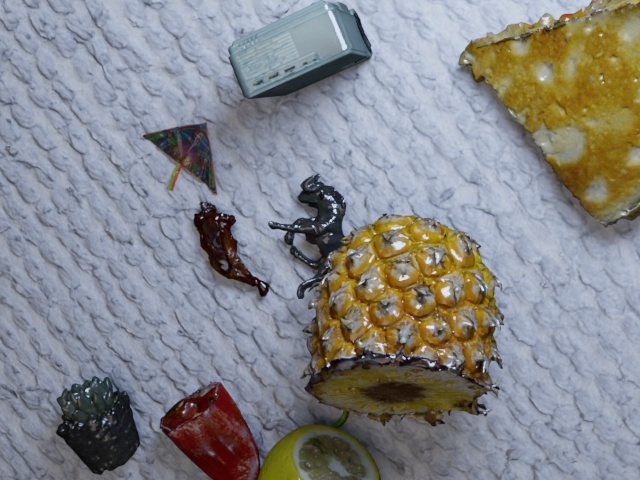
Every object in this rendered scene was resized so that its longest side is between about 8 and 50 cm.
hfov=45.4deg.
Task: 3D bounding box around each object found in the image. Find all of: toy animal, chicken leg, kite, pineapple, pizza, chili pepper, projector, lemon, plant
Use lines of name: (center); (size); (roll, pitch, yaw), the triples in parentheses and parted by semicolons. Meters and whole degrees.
toy animal: (0.000, 0.000, 1.421); (0.148, 0.084, 0.233); (-22, 93, 15)
chicken leg: (-0.180, 0.022, 1.484); (0.089, 0.048, 0.219); (-24, 96, 20)
kite: (-0.260, -0.164, 1.483); (0.190, 0.010, 0.159); (39, 109, 4)
pineapple: (0.138, 0.134, 1.278); (0.352, 0.300, 0.352); (8, 146, 5)
pizza: (0.426, -0.269, 1.229); (0.406, 0.130, 0.440); (28, 128, 21)
chili pepper: (0.042, 0.343, 1.520); (0.030, 0.017, 0.083); (25, 107, 8)
projector: (-0.026, -0.316, 1.265); (0.191, 0.256, 0.099); (-19, 97, 16)
lemon: (-0.012, 0.490, 1.454); (0.240, 0.240, 0.219); (29, 120, 5)
chili pepper: (-0.193, 0.415, 1.555); (0.144, 0.136, 0.253); (-45, 103, -26)
plant: (-0.462, 0.374, 1.586); (0.129, 0.132, 0.195); (-19, 102, 13)
